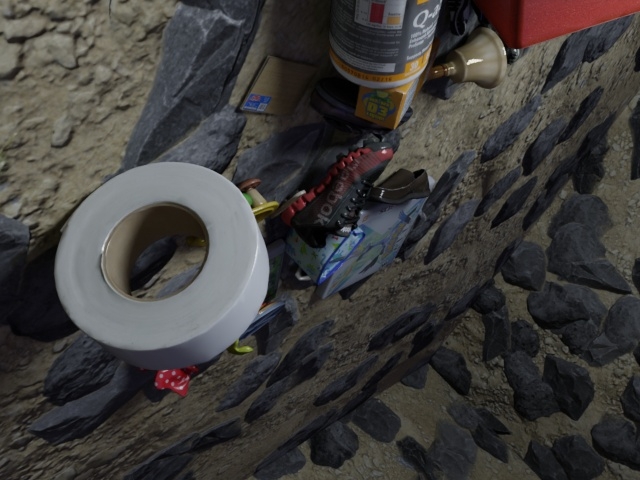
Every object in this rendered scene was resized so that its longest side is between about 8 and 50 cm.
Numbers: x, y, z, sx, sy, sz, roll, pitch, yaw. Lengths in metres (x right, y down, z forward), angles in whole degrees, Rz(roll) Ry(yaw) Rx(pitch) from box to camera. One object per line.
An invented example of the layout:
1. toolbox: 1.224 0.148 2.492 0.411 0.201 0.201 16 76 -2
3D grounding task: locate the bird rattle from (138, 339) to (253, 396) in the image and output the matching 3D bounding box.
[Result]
1. bird rattle: -0.275 0.195 1.375 0.253 0.143 0.207 -24 138 9

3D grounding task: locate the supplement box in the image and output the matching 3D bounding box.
1. supplement box: 0.133 -0.281 1.146 0.233 0.078 0.080 -56 165 -48

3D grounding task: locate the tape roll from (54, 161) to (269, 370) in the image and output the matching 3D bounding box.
1. tape roll: -0.219 0.033 0.948 0.286 0.286 0.100 -39 157 -12

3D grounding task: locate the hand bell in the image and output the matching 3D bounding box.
1. hand bell: 0.237 -0.337 1.341 0.242 0.126 0.126 -20 149 -23

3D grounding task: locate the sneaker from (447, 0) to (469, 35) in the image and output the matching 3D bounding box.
1. sneaker: 0.262 -0.442 1.270 0.109 0.040 0.044 82 27 -56

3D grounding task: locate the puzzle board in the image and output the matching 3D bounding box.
1. puzzle board: -0.066 -0.246 1.078 0.128 0.011 0.096 -7 138 -54

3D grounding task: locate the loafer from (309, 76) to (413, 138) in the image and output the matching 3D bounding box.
1. loafer: 0.071 -0.224 1.228 0.095 0.109 0.302 -52 159 27

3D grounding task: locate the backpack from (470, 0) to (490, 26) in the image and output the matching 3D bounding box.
1. backpack: 0.334 -0.468 1.242 0.114 0.084 0.105 -24 172 12

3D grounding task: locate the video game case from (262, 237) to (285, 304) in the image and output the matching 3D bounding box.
1. video game case: -0.166 0.107 1.485 0.193 0.023 0.212 -30 153 -30

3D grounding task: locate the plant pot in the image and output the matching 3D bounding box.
1. plant pot: 0.365 -0.492 1.019 0.267 0.267 0.236 -17 135 2

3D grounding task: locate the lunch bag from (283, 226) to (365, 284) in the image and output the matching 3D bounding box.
1. lunch bag: 0.000 0.000 1.448 0.151 0.129 0.096 -51 156 14

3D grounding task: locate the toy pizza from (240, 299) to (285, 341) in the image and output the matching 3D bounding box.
1. toy pizza: -0.168 0.193 1.566 0.201 0.032 0.201 -36 171 -6

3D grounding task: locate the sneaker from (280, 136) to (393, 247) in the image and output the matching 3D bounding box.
1. sneaker: 0.049 -0.084 1.316 0.276 0.135 0.097 -39 160 24

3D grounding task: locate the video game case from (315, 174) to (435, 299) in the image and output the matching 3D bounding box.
1. video game case: 0.145 -0.007 1.795 0.299 0.036 0.329 -24 150 -39

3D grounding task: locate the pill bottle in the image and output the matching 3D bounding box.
1. pill bottle: 0.096 -0.366 0.954 0.162 0.162 0.278 -35 155 -22

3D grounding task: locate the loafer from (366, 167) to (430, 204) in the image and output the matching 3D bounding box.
1. loafer: 0.184 -0.135 1.618 0.220 0.080 0.079 -15 110 -47

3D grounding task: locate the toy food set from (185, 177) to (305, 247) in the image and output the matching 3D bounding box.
1. toy food set: -0.149 -0.058 1.197 0.217 0.071 0.128 -26 175 -33

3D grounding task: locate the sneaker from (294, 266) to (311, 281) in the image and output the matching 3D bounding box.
1. sneaker: 0.009 0.027 1.584 0.084 0.069 0.186 -16 143 -58

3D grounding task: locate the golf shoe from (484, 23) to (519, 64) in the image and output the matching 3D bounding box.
1. golf shoe: 0.398 -0.493 1.357 0.120 0.105 0.273 -56 167 -35
